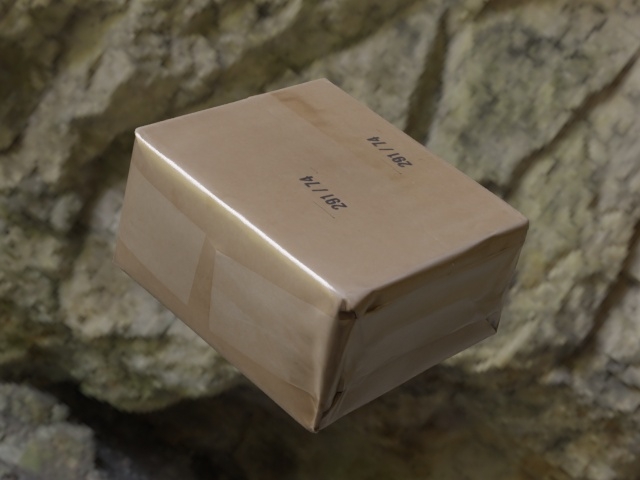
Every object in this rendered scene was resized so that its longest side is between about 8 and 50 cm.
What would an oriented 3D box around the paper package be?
[{"bbox_3d":[0.000,0.000,1.333,0.325,0.168,0.309,36,38,30],"label":"paper package"}]
